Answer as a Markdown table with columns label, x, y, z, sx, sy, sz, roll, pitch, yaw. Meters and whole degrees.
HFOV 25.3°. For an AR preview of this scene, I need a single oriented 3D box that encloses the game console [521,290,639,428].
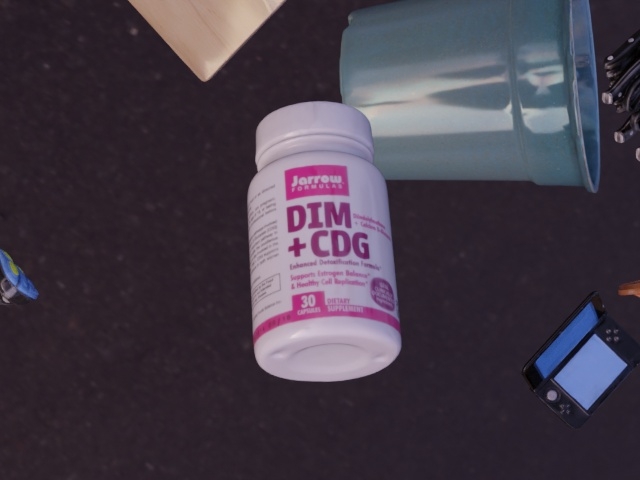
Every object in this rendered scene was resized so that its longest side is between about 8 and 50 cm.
| label | x | y | z | sx | sy | sz | roll | pitch | yaw |
| --- | --- | --- | --- | --- | --- | --- | --- | --- | --- |
| game console | 0.288 | 0.133 | 1.555 | 0.107 | 0.071 | 0.122 | 44 | 86 | -2 |

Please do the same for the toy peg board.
| label | x | y | z | sx | sy | sz | roll | pitch | yaw |
| --- | --- | --- | --- | --- | --- | --- | --- | --- | --- |
| toy peg board | -0.107 | -0.278 | 1.441 | 0.160 | 0.161 | 0.079 | -42 | -178 | 31 |

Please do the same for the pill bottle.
| label | x | y | z | sx | sy | sz | roll | pitch | yaw |
| --- | --- | --- | --- | --- | --- | --- | --- | --- | --- |
| pill bottle | 0.000 | 0.000 | 1.581 | 0.160 | 0.160 | 0.283 | 26 | 52 | -47 |

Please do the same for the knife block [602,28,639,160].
| label | x | y | z | sx | sy | sz | roll | pitch | yaw |
| --- | --- | --- | --- | --- | --- | --- | --- | --- | --- |
| knife block | 0.429 | -0.191 | 1.471 | 0.088 | 0.275 | 0.242 | 60 | 24 | -47 |

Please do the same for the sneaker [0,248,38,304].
| label | x | y | z | sx | sy | sz | roll | pitch | yaw |
| --- | --- | --- | --- | --- | --- | --- | --- | --- | --- |
| sneaker | -0.357 | 0.054 | 1.477 | 0.078 | 0.188 | 0.067 | -49 | 118 | -30 |

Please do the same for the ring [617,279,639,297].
| label | x | y | z | sx | sy | sz | roll | pitch | yaw |
| --- | --- | --- | --- | --- | --- | --- | --- | --- | --- |
| ring | 0.416 | 0.021 | 1.178 | 0.336 | 0.336 | 0.032 | -8 | 87 | -41 |

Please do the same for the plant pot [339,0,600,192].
| label | x | y | z | sx | sy | sz | roll | pitch | yaw |
| --- | --- | --- | --- | --- | --- | --- | --- | --- | --- |
| plant pot | 0.219 | -0.224 | 2.054 | 0.341 | 0.334 | 0.341 | -5 | 90 | -73 |
